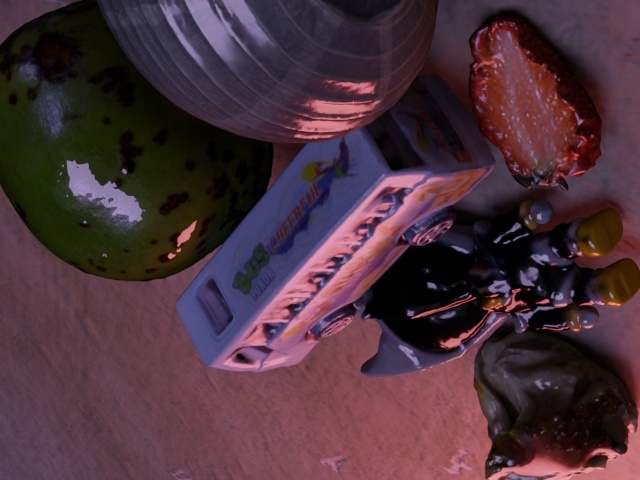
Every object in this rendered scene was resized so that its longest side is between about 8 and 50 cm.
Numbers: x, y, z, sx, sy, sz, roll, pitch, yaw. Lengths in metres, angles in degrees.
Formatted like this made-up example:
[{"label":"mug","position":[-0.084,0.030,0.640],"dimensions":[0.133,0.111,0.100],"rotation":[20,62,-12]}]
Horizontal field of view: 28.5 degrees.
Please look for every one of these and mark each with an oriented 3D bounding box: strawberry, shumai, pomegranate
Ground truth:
[{"label":"strawberry","position":[0.166,-0.107,0.971],"dimensions":[0.104,0.048,0.152],"rotation":[4,123,43]},{"label":"shumai","position":[0.220,0.192,1.235],"dimensions":[0.184,0.142,0.184],"rotation":[20,142,16]},{"label":"pomegranate","position":[-0.153,-0.098,1.057],"dimensions":[0.254,0.254,0.270],"rotation":[38,134,-13]}]

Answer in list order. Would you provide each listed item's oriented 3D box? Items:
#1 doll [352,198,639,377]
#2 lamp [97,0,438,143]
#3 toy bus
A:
[{"label":"doll","position":[0.125,0.035,1.133],"dimensions":[0.316,0.103,0.145],"rotation":[-12,134,39]},{"label":"lamp","position":[-0.044,-0.189,0.854],"dimensions":[0.265,0.233,0.233],"rotation":[29,151,-35]},{"label":"toy bus","position":[0.000,0.000,1.072],"dimensions":[0.329,0.136,0.109],"rotation":[-48,66,41]}]
